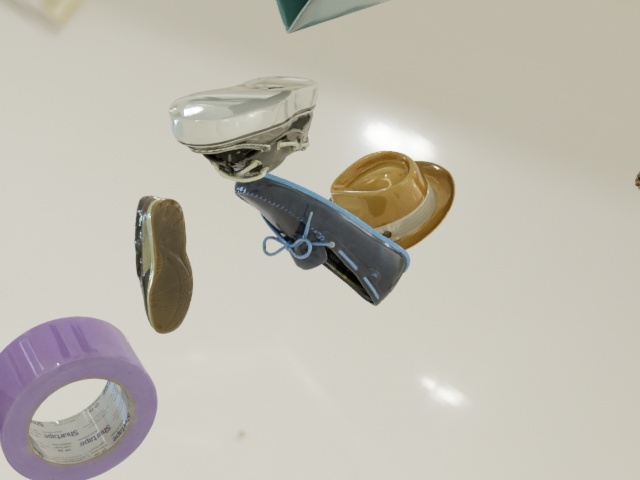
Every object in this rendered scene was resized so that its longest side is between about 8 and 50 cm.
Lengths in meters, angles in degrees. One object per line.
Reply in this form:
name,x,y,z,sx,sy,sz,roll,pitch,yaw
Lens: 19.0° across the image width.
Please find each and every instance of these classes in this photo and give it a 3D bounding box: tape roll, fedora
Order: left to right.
tape roll,-0.289,0.185,2.210,0.189,0.189,0.080,48,4,-45
fedora,0.078,-0.061,2.523,0.194,0.194,0.079,23,-30,44

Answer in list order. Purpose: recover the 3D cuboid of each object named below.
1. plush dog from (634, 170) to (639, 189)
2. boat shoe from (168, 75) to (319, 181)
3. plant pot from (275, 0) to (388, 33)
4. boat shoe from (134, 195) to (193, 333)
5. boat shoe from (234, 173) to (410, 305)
plush dog,0.568,-0.091,2.673,0.225,0.210,0.262,44,-5,-30
boat shoe,-0.052,-0.082,1.484,0.078,0.070,0.219,6,12,20
plant pot,0.073,-0.301,1.631,0.165,0.234,0.165,140,-66,-72
boat shoe,-0.170,0.023,2.042,0.056,0.152,0.049,-10,22,-34
boat shoe,0.000,0.000,2.359,0.258,0.089,0.109,30,-9,-21
